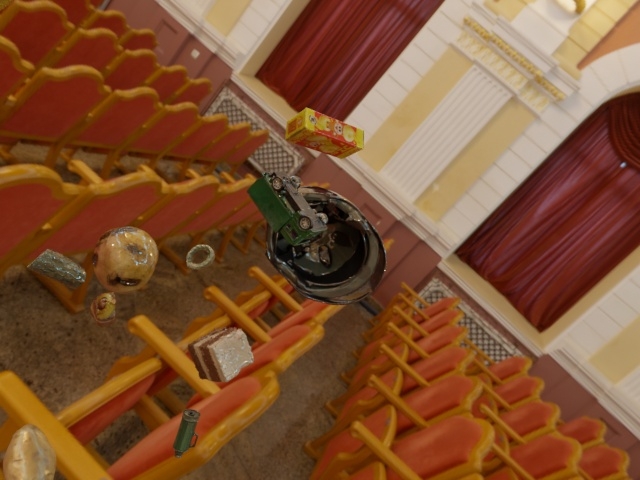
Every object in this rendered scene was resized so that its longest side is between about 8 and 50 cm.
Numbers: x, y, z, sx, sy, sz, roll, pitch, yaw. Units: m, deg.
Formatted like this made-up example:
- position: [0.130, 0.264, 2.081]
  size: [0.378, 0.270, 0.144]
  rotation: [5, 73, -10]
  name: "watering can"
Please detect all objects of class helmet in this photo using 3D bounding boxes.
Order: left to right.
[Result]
- position: [0.000, 0.000, 1.025]
  size: [0.305, 0.225, 0.177]
  rotation: [46, 5, -25]
  name: "helmet"

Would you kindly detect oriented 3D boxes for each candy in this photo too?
- position: [0.020, -0.399, 1.678]
  size: [0.276, 0.146, 0.088]
  rotation: [11, 74, -32]
  name: "candy"

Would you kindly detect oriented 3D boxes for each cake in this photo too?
- position: [-0.294, 0.337, 1.323]
  size: [0.135, 0.147, 0.134]
  rotation: [-26, 95, -44]
  name: "cake"

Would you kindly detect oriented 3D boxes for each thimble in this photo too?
- position: [-0.443, 0.064, 1.624]
  size: [0.084, 0.110, 0.062]
  rotation: [49, -10, 2]
  name: "thimble"

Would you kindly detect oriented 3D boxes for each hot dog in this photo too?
- position: [-0.911, 0.291, 1.848]
  size: [0.093, 0.261, 0.123]
  rotation: [-7, 63, -31]
  name: "hot dog"

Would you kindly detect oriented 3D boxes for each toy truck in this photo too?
- position: [-0.057, -0.059, 0.801]
  size: [0.147, 0.079, 0.065]
  rotation: [53, 30, 13]
  name: "toy truck"

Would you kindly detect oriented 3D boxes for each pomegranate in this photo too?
- position: [-0.915, 0.090, 2.074]
  size: [0.322, 0.322, 0.322]
  rotation: [39, 14, -12]
  name: "pomegranate"

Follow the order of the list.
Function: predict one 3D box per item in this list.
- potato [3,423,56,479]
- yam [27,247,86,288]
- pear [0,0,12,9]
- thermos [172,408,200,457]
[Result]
- position: [-0.997, 0.758, 1.504]
  size: [0.235, 0.128, 0.161]
  rotation: [63, 15, 0]
  name: "potato"
- position: [-0.969, 0.103, 1.634]
  size: [0.183, 0.107, 0.107]
  rotation: [42, 11, -36]
  name: "yam"
- position: [-0.570, -0.452, 0.619]
  size: [0.281, 0.281, 0.281]
  rotation: [39, 14, -12]
  name: "pear"
- position: [-0.562, 0.810, 1.846]
  size: [0.083, 0.188, 0.073]
  rotation: [19, -1, -41]
  name: "thermos"
